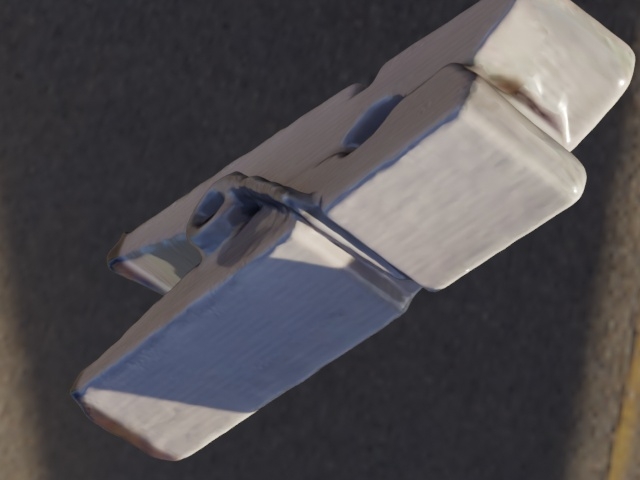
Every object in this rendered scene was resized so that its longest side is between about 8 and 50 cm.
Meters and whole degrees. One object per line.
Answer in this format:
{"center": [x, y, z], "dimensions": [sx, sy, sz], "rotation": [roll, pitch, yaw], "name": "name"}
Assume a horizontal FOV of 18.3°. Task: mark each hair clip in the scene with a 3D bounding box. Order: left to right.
{"center": [-0.003, -0.003, 0.852], "dimensions": [0.085, 0.101, 0.331], "rotation": [37, 144, -13], "name": "hair clip"}
